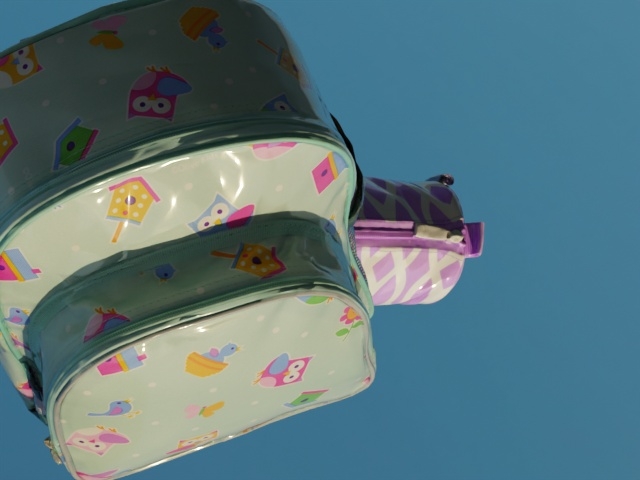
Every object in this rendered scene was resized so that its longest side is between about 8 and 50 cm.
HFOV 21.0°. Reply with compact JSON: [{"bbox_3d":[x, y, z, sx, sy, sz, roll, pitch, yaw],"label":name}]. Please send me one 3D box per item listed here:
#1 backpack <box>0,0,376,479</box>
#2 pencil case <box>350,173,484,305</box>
[{"bbox_3d":[-0.061,-0.001,0.679,0.166,0.188,0.144,-17,-127,-5],"label":"backpack"},{"bbox_3d":[0.000,0.000,1.066,0.206,0.088,0.086,0,-86,-34],"label":"pencil case"}]
